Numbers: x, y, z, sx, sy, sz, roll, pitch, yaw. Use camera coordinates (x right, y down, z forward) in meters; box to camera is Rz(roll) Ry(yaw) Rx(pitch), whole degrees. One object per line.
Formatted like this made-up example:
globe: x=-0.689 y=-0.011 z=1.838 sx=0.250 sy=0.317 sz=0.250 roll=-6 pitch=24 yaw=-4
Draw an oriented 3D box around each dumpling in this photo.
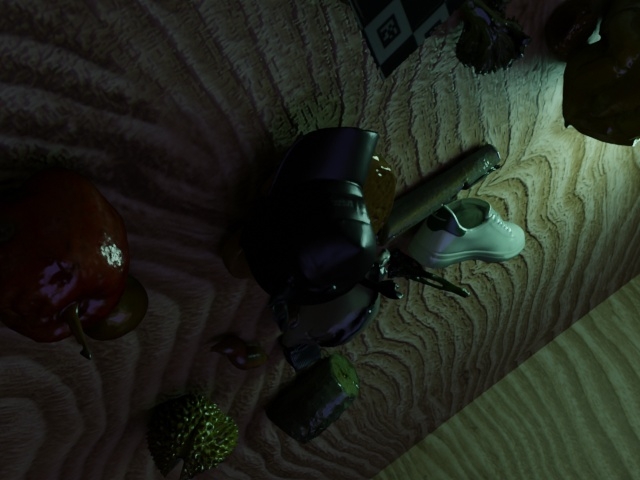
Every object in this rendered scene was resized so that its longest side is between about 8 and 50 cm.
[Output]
dumpling: x=0.048 y=0.138 z=1.477 sx=0.293 sy=0.163 sz=0.204 roll=-42 pitch=150 yaw=-6

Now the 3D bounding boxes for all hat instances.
hat: x=0.022 y=-0.001 z=1.096 sx=0.238 sy=0.209 sz=0.336 roll=-1 pitch=132 yaw=-42

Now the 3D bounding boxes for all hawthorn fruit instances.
hawthorn fruit: x=-0.323 y=0.042 z=0.854 sx=0.207 sy=0.243 sz=0.207 roll=-26 pitch=150 yaw=-16

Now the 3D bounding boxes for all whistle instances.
whistle: x=0.238 y=-0.099 z=1.460 sx=0.326 sy=0.057 sz=0.068 roll=-32 pitch=105 yaw=-11

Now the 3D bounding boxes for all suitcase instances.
suitcase: x=-0.047 y=0.248 z=1.627 sx=0.086 sy=0.059 sz=0.126 roll=-32 pitch=148 yaw=-12

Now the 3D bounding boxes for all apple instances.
apple: x=-0.322 y=0.104 z=1.085 sx=0.102 sy=0.099 sz=0.114 roll=-14 pitch=139 yaw=-40

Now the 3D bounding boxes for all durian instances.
durian: x=-0.283 y=0.401 z=1.515 sx=0.193 sy=0.138 sz=0.237 roll=-22 pitch=-170 yaw=-13

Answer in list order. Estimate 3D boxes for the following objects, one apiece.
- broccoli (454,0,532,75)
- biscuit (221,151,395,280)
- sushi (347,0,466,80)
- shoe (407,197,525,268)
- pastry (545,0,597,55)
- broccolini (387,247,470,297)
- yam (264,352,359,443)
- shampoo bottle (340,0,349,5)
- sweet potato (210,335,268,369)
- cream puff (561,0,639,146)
broccoli: x=0.243 y=-0.348 z=1.093 sx=0.122 sy=0.118 sz=0.204 roll=-37 pitch=136 yaw=20
biscuit: x=-0.010 y=-0.045 z=1.260 sx=0.351 sy=0.057 sz=0.312 roll=-13 pitch=141 yaw=-36
sushi: x=0.113 y=-0.433 z=0.822 sx=0.343 sy=0.064 sz=0.359 roll=-46 pitch=139 yaw=-9
shoe: x=0.367 y=-0.037 z=1.623 sx=0.363 sy=0.132 sz=0.160 roll=-6 pitch=133 yaw=-38
pastry: x=0.465 y=-0.393 z=1.299 sx=0.109 sy=0.057 sz=0.097 roll=-33 pitch=152 yaw=-7
broccolini: x=0.238 y=0.089 z=1.582 sx=0.074 sy=0.201 sz=0.058 roll=-60 pitch=176 yaw=-13
yam: x=-0.016 y=0.420 z=1.815 sx=0.254 sy=0.154 sz=0.154 roll=-41 pitch=150 yaw=10
shampoo bottle: x=0.064 y=-0.341 z=0.910 sx=0.162 sy=0.079 sz=0.079 roll=-5 pitch=137 yaw=-44
sweet potato: x=-0.164 y=0.244 z=1.495 sx=0.055 sy=0.058 sz=0.202 roll=-22 pitch=154 yaw=14
cream puff: x=0.624 y=-0.314 z=1.377 sx=0.257 sy=0.291 sz=0.324 roll=-43 pitch=-169 yaw=45
